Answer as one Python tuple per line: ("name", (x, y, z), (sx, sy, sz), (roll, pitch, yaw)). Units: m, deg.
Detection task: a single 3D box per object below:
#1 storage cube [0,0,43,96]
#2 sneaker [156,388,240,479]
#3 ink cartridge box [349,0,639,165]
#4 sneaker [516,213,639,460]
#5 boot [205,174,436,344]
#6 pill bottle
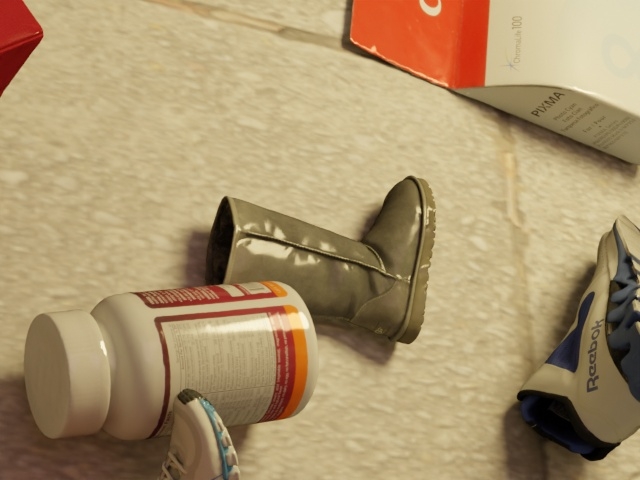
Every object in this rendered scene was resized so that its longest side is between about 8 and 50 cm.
("storage cube", (-0.368, -0.159, 1.174), (0.193, 0.184, 0.215), (-31, 83, -39))
("sneaker", (-0.109, 0.207, 1.160), (0.083, 0.071, 0.190), (-13, 116, -23))
("ink cartridge box", (0.230, -0.286, 1.644), (0.385, 0.091, 0.308), (20, 57, -21))
("sneaker", (0.275, 0.105, 1.452), (0.127, 0.182, 0.315), (41, 23, -8))
("boot", (0.001, -0.002, 1.387), (0.209, 0.076, 0.189), (15, 57, -15))
("pill bottle", (-0.122, 0.100, 1.222), (0.221, 0.121, 0.121), (-4, 68, -31))
